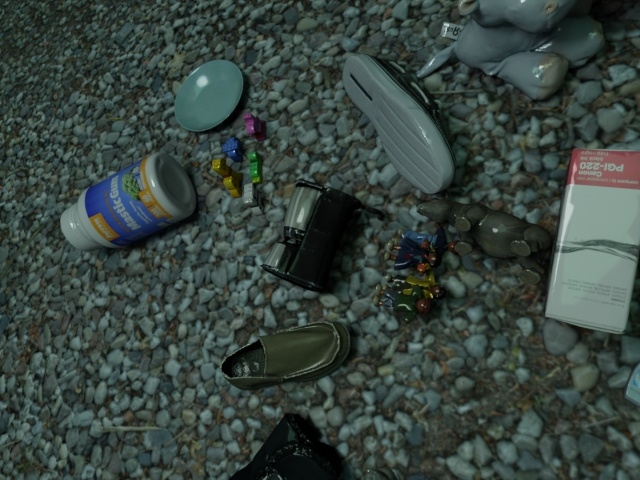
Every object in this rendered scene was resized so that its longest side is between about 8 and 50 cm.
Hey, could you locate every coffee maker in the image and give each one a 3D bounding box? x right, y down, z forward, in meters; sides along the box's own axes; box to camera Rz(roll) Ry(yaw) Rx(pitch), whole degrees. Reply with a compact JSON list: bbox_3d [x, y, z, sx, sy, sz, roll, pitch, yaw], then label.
[{"bbox_3d":[0.000,0.000,0.798,0.171,0.120,0.178,15,80,25],"label":"coffee maker"}]

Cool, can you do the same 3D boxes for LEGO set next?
[{"bbox_3d":[-0.177,-0.169,0.942,0.086,0.093,0.228,-9,70,20],"label":"LEGO set"}]

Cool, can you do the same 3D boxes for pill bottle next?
[{"bbox_3d":[-0.429,-0.073,0.982,0.271,0.152,0.153,-23,66,14],"label":"pill bottle"}]

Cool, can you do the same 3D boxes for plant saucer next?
[{"bbox_3d":[-0.262,-0.341,1.067,0.194,0.037,0.195,-7,71,21],"label":"plant saucer"}]

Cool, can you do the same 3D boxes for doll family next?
[{"bbox_3d":[0.167,0.049,0.739,0.111,0.076,0.193,7,72,29],"label":"doll family"}]

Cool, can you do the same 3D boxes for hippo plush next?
[{"bbox_3d":[0.321,-0.404,0.732,0.294,0.236,0.235,26,84,27],"label":"hippo plush"}]

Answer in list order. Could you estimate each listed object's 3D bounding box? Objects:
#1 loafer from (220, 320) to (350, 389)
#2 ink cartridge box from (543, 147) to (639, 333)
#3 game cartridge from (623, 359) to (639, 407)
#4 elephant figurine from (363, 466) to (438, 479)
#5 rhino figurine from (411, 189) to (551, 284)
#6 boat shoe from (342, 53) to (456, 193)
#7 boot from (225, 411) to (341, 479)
[{"bbox_3d":[-0.067,0.206,0.774,0.251,0.087,0.095,-24,65,14],"label":"loafer"},{"bbox_3d":[0.365,0.001,0.595,0.092,0.158,0.218,8,90,26],"label":"ink cartridge box"},{"bbox_3d":[0.455,0.192,0.602,0.056,0.017,0.083,32,87,32],"label":"game cartridge"},{"bbox_3d":[0.105,0.397,0.552,0.169,0.239,0.186,-48,62,1],"label":"elephant figurine"},{"bbox_3d":[0.252,-0.022,0.717,0.243,0.106,0.073,30,127,29],"label":"rhino figurine"},{"bbox_3d":[0.163,-0.234,0.803,0.119,0.121,0.335,-17,63,-20],"label":"boat shoe"},{"bbox_3d":[-0.043,0.425,0.686,0.207,0.094,0.246,-46,56,7],"label":"boot"}]
